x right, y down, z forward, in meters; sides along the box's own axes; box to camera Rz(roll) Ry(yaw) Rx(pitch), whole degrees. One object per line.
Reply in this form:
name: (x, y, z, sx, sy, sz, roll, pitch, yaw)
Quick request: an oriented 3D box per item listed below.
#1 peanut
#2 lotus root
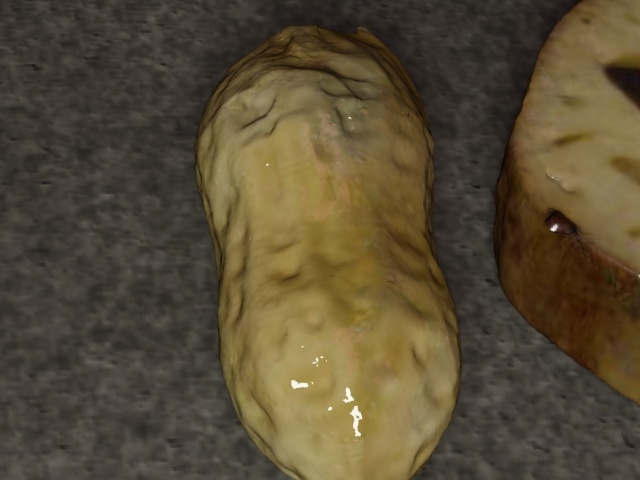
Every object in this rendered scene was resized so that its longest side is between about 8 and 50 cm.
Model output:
peanut: (0.000, 0.000, 0.701, 0.099, 0.099, 0.214, 3, 54, -10)
lotus root: (0.151, -0.013, 0.751, 0.170, 0.074, 0.260, 11, 48, -2)
